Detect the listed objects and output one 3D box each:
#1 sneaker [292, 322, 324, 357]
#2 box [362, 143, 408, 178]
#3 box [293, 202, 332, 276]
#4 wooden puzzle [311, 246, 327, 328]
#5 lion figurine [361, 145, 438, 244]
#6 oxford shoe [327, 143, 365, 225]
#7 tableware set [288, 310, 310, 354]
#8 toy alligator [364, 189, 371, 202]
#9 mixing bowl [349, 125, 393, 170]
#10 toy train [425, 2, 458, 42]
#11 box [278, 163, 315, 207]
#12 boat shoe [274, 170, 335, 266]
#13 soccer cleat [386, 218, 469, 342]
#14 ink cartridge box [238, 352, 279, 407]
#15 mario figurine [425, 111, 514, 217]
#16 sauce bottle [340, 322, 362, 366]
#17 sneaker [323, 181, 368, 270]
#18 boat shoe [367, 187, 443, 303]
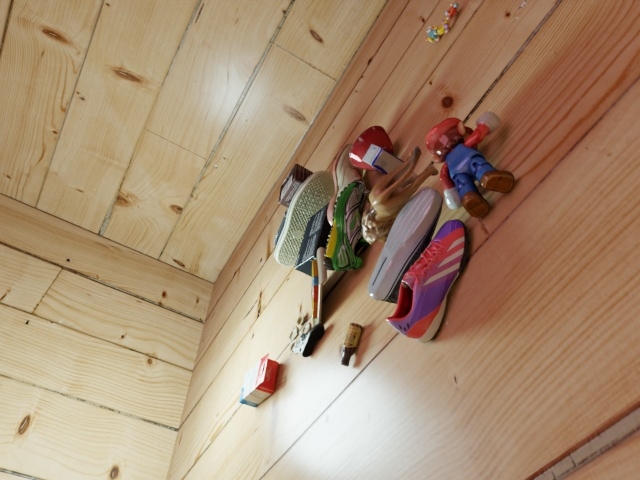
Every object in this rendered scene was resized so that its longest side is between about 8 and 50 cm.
[{"bbox_3d":[-0.044,0.353,1.733,0.170,0.051,0.089,-63,22,15],"label":"sneaker"},{"bbox_3d":[0.232,-0.275,1.704,0.072,0.126,0.137,-58,19,11],"label":"box"},{"bbox_3d":[0.000,0.000,2.010,0.184,0.103,0.261,-31,37,53],"label":"box"},{"bbox_3d":[-0.014,0.176,1.781,0.221,0.044,0.239,-95,11,-58],"label":"wooden puzzle"},{"bbox_3d":[0.200,-0.117,1.364,0.240,0.142,0.392,-36,-22,2],"label":"lion figurine"},{"bbox_3d":[0.136,-0.235,1.931,0.146,0.140,0.397,-27,50,52],"label":"oxford shoe"},{"bbox_3d":[-0.089,0.365,1.893,0.141,0.020,0.169,-60,19,12],"label":"tableware set"},{"bbox_3d":[0.199,-0.147,1.749,0.189,0.056,0.051,-136,33,-71],"label":"toy alligator"},{"bbox_3d":[0.211,-0.333,1.825,0.098,0.181,0.181,46,115,30],"label":"mixing bowl"},{"bbox_3d":[0.491,-0.859,1.915,0.166,0.046,0.125,-30,36,55],"label":"toy train"},{"bbox_3d":[-0.081,-0.243,2.396,0.168,0.203,0.167,-53,21,29],"label":"box"},{"bbox_3d":[-0.089,-0.115,2.292,0.500,0.187,0.156,-64,23,17],"label":"boat shoe"},{"bbox_3d":[0.261,0.081,1.154,0.318,0.116,0.108,-67,18,-10],"label":"soccer cleat"},{"bbox_3d":[-0.240,0.567,1.943,0.231,0.078,0.134,-48,25,41],"label":"ink cartridge box"},{"bbox_3d":[0.394,-0.202,1.236,0.198,0.170,0.320,-21,44,10],"label":"mario figurine"},{"bbox_3d":[0.091,0.312,1.437,0.042,0.042,0.128,-28,41,61],"label":"sauce bottle"},{"bbox_3d":[0.116,-0.048,1.712,0.134,0.146,0.343,63,-144,-69],"label":"sneaker"},{"bbox_3d":[0.245,0.021,1.275,0.335,0.119,0.121,-63,20,21],"label":"boat shoe"}]
